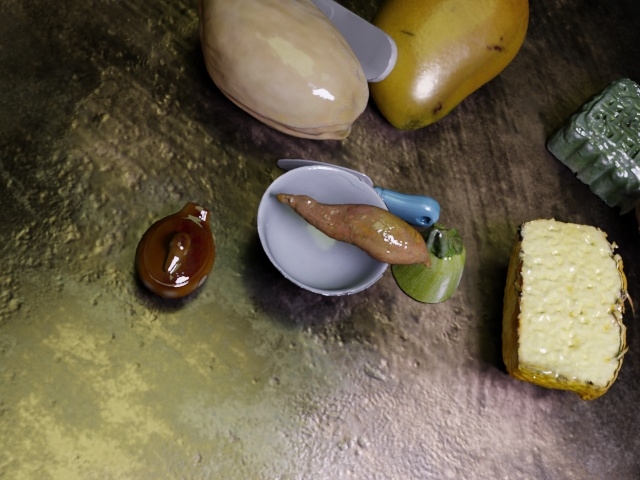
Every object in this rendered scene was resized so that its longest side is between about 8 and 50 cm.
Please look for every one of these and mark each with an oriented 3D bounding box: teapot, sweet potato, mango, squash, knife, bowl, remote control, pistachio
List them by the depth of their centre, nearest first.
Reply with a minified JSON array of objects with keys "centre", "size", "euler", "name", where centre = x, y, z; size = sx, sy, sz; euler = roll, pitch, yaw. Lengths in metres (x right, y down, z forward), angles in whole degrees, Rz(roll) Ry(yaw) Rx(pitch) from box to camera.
[{"centre":[0.051,-0.020,1.112],"size":[0.226,0.068,0.068],"euler":[23,60,-5],"name":"sweet potato"},{"centre":[-0.181,0.010,1.114],"size":[0.098,0.078,0.129],"euler":[27,60,-3],"name":"teapot"},{"centre":[0.000,0.000,1.172],"size":[0.189,0.086,0.189],"euler":[6,65,-14],"name":"bowl"},{"centre":[0.165,0.015,1.187],"size":[0.105,0.132,0.105],"euler":[6,63,-12],"name":"squash"},{"centre":[-0.062,-0.259,1.234],"size":[0.293,0.162,0.181],"euler":[41,76,6],"name":"pistachio"},{"centre":[0.057,-0.078,1.244],"size":[0.244,0.058,0.032],"euler":[21,62,-7],"name":"knife"},{"centre":[0.018,-0.315,1.304],"size":[0.245,0.077,0.022],"euler":[40,21,30],"name":"remote control"},{"centre":[0.185,-0.310,1.338],"size":[0.211,0.173,0.317],"euler":[39,72,1],"name":"mango"}]

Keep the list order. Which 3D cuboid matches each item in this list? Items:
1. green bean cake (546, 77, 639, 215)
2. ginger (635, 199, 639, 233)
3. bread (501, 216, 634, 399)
[{"centre":[0.481,-0.158,1.392],"size":[0.173,0.094,0.181],"euler":[-38,81,-29],"name":"green bean cake"},{"centre":[0.599,-0.094,1.300],"size":[0.304,0.245,0.155],"euler":[-16,51,-37],"name":"ginger"},{"centre":[0.323,0.107,1.190],"size":[0.160,0.147,0.261],"euler":[8,56,-3],"name":"bread"}]
